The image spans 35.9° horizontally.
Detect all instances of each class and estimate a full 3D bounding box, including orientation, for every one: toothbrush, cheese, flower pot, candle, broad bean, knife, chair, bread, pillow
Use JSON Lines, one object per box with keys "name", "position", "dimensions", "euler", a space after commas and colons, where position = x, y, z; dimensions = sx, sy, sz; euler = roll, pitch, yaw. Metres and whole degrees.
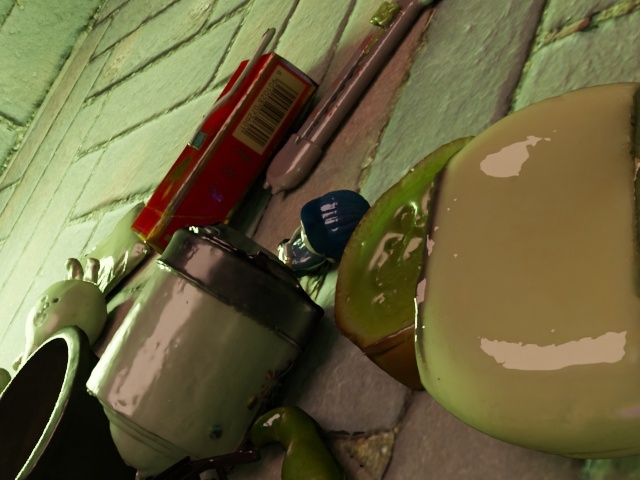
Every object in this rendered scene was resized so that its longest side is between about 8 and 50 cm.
{"name": "toothbrush", "position": [-0.120, -0.211, 1.355], "dimensions": [0.204, 0.022, 0.017], "euler": [-58, 0, -9]}
{"name": "cheese", "position": [0.182, 0.019, 0.678], "dimensions": [0.233, 0.127, 0.266], "euler": [-10, 56, 34]}
{"name": "flower pot", "position": [-0.301, 0.253, 1.199], "dimensions": [0.269, 0.166, 0.269], "euler": [-42, 29, 30]}
{"name": "candle", "position": [-0.140, 0.153, 1.031], "dimensions": [0.330, 0.187, 0.187], "euler": [-60, 27, -7]}
{"name": "broad bean", "position": [-0.013, 0.205, 0.904], "dimensions": [0.070, 0.048, 0.213], "euler": [-56, 26, -3]}
{"name": "knife", "position": [0.048, -0.226, 1.312], "dimensions": [0.399, 0.038, 0.132], "euler": [-55, 24, 1]}
{"name": "chair", "position": [-0.149, 0.266, 0.920], "dimensions": [0.212, 0.101, 0.084], "euler": [-15, 2, 30]}
{"name": "bread", "position": [0.107, 0.016, 0.900], "dimensions": [0.236, 0.070, 0.236], "euler": [-38, 32, 29]}
{"name": "pillow", "position": [-0.365, 0.042, 1.677], "dimensions": [0.229, 0.050, 0.148], "euler": [-44, 38, 24]}

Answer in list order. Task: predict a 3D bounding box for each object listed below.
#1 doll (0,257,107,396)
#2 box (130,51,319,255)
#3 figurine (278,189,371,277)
{"name": "doll", "position": [-0.418, 0.158, 1.566], "dimensions": [0.155, 0.113, 0.275], "euler": [-1, 51, 34]}
{"name": "box", "position": [-0.143, -0.113, 1.416], "dimensions": [0.313, 0.089, 0.197], "euler": [-56, 19, -4]}
{"name": "figurine", "position": [0.000, 0.000, 1.099], "dimensions": [0.149, 0.087, 0.086], "euler": [-45, 23, 54]}
